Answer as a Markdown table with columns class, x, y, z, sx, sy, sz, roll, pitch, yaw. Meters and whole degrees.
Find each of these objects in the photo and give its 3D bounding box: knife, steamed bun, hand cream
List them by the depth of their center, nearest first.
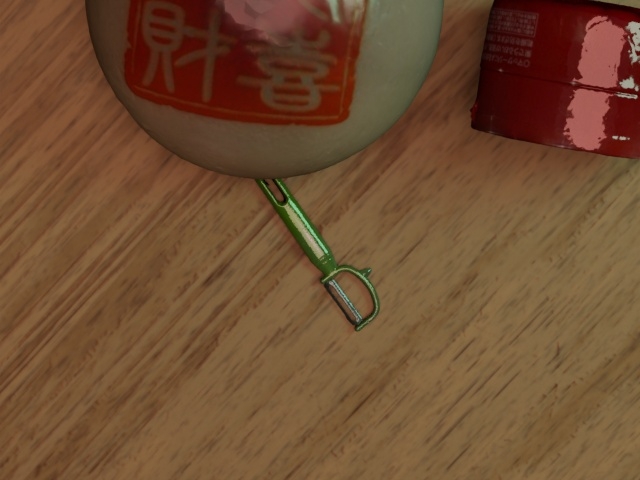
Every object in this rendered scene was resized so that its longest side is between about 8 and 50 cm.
| class | x | y | z | sx | sy | sz | roll | pitch | yaw |
| --- | --- | --- | --- | --- | --- | --- | --- | --- | --- |
| steamed bun | -0.056 | -0.242 | 1.792 | 0.374 | 0.241 | 0.375 | 0 | 101 | -2 |
| hand cream | 0.271 | -0.167 | 1.823 | 0.230 | 0.230 | 0.149 | 7 | 95 | -3 |
| knife | 0.000 | 0.000 | 1.938 | 0.054 | 0.015 | 0.212 | -36 | 98 | 2 |
